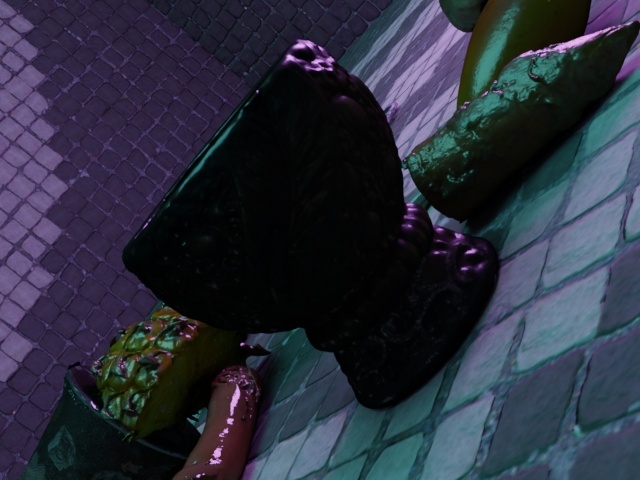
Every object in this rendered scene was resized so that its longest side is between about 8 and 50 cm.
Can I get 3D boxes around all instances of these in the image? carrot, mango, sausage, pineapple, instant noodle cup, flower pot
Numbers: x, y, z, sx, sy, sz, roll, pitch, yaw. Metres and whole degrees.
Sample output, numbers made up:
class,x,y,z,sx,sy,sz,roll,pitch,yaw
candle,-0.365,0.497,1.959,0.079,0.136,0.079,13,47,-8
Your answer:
class,x,y,z,sx,sy,sz,roll,pitch,yaw
carrot,0.206,-0.126,0.923,0.263,0.102,0.102,-39,15,27
mango,0.223,-0.213,1.053,0.253,0.113,0.138,-61,16,-14
sausage,-0.114,0.228,1.091,0.078,0.078,0.304,-48,10,19
pineapple,-0.197,0.137,1.242,0.334,0.158,0.161,-11,-65,-61
instant noodle cup,-0.295,0.308,1.252,0.207,0.217,0.217,-58,10,2
flower pot,0.000,0.000,0.843,0.266,0.267,0.266,-48,10,11

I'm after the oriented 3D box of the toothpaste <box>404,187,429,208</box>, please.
class,x,y,z,sx,sy,sz,roll,pitch,yaw
toothpaste,0.108,-0.033,1.157,0.197,0.029,0.048,-50,13,-6

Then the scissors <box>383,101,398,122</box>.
class,x,y,z,sx,sy,sz,roll,pitch,yaw
scissors,0.088,-0.194,1.836,0.189,0.015,0.100,-47,13,27

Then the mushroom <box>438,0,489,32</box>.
class,x,y,z,sx,sy,sz,roll,pitch,yaw
mushroom,0.246,-0.414,1.339,0.344,0.130,0.247,-62,-24,-53
